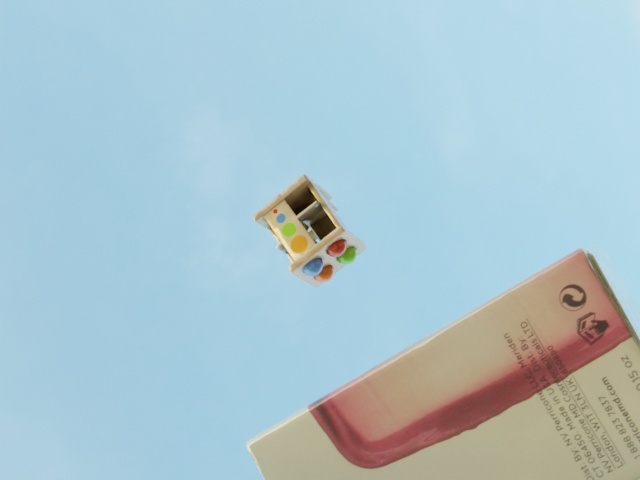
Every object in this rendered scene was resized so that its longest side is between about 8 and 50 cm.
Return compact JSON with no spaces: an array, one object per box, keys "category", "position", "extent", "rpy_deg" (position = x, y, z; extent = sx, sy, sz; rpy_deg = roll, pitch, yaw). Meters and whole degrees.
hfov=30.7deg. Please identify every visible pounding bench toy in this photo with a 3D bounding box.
[{"category":"pounding bench toy","position":[0.000,0.000,0.896],"extent":[0.052,0.083,0.065],"rpy_deg":[-39,-115,8]}]

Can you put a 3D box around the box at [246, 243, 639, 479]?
[{"category":"box","position":[0.098,0.112,0.710],"extent":[0.232,0.148,0.126],"rpy_deg":[-31,-98,15]}]
